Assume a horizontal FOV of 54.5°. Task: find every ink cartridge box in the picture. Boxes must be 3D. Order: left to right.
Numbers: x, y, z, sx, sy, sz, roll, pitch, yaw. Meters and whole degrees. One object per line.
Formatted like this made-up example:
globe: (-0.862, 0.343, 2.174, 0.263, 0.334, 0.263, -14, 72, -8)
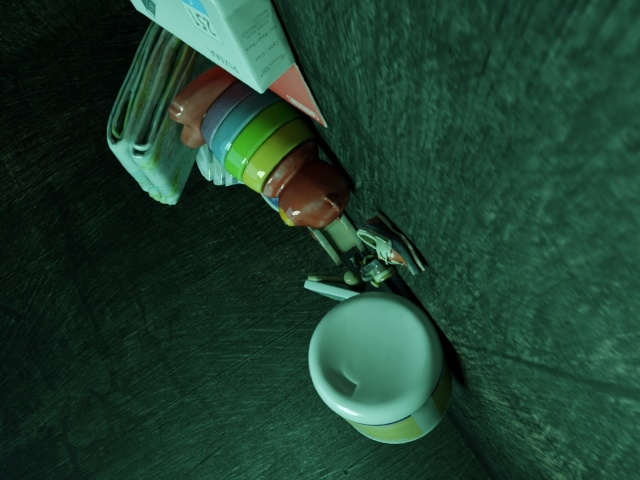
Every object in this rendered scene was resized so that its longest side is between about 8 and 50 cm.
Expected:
ink cartridge box: (-0.141, -0.269, 0.788, 0.296, 0.066, 0.261, 40, 169, 33)

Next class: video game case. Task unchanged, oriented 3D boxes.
video game case: (0.082, 0.133, 1.415, 0.190, 0.022, 0.173, 12, 171, 27)

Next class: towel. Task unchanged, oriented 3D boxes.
towel: (-0.260, -0.252, 1.115, 0.090, 0.320, 0.374, 21, 171, -1)

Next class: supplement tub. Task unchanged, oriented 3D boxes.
supplement tub: (0.130, 0.262, 1.215, 0.241, 0.241, 0.331, 55, 178, 30)

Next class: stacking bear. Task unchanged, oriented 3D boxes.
stacking bear: (-0.075, -0.135, 0.991, 0.289, 0.164, 0.175, 45, 169, 7)

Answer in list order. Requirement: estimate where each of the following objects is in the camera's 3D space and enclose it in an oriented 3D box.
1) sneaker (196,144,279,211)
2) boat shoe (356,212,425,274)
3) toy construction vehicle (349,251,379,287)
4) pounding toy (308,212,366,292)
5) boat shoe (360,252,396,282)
sneaker: (-0.088, -0.166, 1.295, 0.315, 0.182, 0.127, 24, 126, 29)
boat shoe: (0.093, 0.010, 0.828, 0.049, 0.043, 0.137, 60, 175, -37)
toy construction vehicle: (0.117, 0.067, 1.557, 0.098, 0.035, 0.086, 54, 169, -34)
pounding toy: (0.000, 0.000, 1.405, 0.269, 0.155, 0.154, 52, 179, 39)
boat shoe: (0.104, 0.048, 1.182, 0.049, 0.056, 0.152, 61, 169, -3)
